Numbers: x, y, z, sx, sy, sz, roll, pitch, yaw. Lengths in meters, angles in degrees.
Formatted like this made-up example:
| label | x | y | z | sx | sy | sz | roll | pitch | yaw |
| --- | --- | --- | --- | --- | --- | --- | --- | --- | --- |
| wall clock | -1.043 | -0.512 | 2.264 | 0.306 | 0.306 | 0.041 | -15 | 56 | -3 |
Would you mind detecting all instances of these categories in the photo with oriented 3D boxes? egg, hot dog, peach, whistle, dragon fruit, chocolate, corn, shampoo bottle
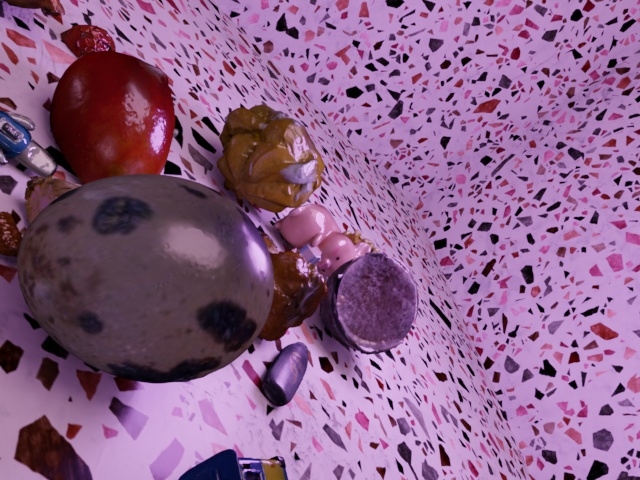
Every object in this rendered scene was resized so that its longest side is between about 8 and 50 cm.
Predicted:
| label | x | y | z | sx | sy | sz | roll | pitch | yaw |
| --- | --- | --- | --- | --- | --- | --- | --- | --- | --- |
| egg | -0.273 | 0.059 | 1.026 | 0.428 | 0.345 | 0.345 | 28 | 33 | -48 |
| hot dog | -0.519 | -0.007 | 1.025 | 0.083 | 0.035 | 0.058 | 59 | 20 | 11 |
| peach | -0.455 | -0.238 | 1.371 | 0.281 | 0.281 | 0.339 | 16 | 77 | -60 |
| whistle | -0.587 | -0.202 | 1.137 | 0.236 | 0.077 | 0.114 | 47 | 50 | -35 |
| dragon fruit | -0.580 | -0.499 | 1.622 | 0.162 | 0.083 | 0.106 | 17 | 44 | -63 |
| chocolate | 0.118 | 0.184 | 1.872 | 0.303 | 0.303 | 0.213 | 49 | -24 | -15 |
| corn | -0.411 | -0.040 | 1.189 | 0.123 | 0.122 | 0.305 | 41 | 11 | 37 |
| shampoo bottle | -0.078 | 0.313 | 1.498 | 0.087 | 0.049 | 0.234 | 55 | 19 | -5 |

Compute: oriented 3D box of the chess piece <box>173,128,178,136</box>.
| label | x | y | z | sx | sy | sz | roll | pitch | yaw |
| --- | --- | --- | --- | --- | --- | --- | --- | --- | --- |
| chess piece | -0.431 | -0.315 | 1.726 | 0.093 | 0.042 | 0.042 | 35 | 27 | -55 |

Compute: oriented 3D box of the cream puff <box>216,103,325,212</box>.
| label | x | y | z | sx | sy | sz | roll | pitch | yaw |
| --- | --- | --- | --- | --- | --- | --- | --- | --- | --- |
| cream puff | -0.172 | -0.232 | 1.889 | 0.378 | 0.275 | 0.378 | 40 | -11 | 9 |

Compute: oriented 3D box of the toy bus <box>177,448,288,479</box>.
| label | x | y | z | sx | sy | sz | roll | pitch | yaw |
| --- | --- | --- | --- | --- | --- | --- | --- | --- | --- |
| toy bus | -0.113 | 0.498 | 0.991 | 0.175 | 0.138 | 0.288 | 32 | 30 | -49 |

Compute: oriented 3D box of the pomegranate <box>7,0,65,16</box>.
| label | x | y | z | sx | sy | sz | roll | pitch | yaw |
| --- | --- | --- | --- | --- | --- | --- | --- | --- | --- |
| pomegranate | -0.666 | -0.643 | 1.420 | 0.229 | 0.251 | 0.271 | -53 | 127 | -61 |

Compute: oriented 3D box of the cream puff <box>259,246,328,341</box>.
| label | x | y | z | sx | sy | sz | roll | pitch | yaw |
| --- | --- | --- | --- | --- | --- | --- | --- | --- | --- |
| cream puff | -0.086 | 0.126 | 1.494 | 0.154 | 0.269 | 0.241 | 35 | 49 | 28 |

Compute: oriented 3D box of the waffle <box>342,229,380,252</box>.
| label | x | y | z | sx | sy | sz | roll | pitch | yaw |
| --- | --- | --- | --- | --- | --- | --- | --- | --- | --- |
| waffle | 0.139 | 0.072 | 2.135 | 0.261 | 0.250 | 0.056 | 53 | 55 | -13 |

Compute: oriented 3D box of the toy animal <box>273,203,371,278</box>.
| label | x | y | z | sx | sy | sz | roll | pitch | yaw |
| --- | --- | --- | --- | --- | --- | --- | --- | --- | --- |
| toy animal | 0.002 | 0.004 | 1.979 | 0.256 | 0.195 | 0.213 | 58 | 29 | 1 |

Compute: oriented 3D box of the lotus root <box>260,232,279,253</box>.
| label | x | y | z | sx | sy | sz | roll | pitch | yaw |
| --- | --- | --- | --- | --- | --- | --- | --- | --- | --- |
| lotus root | -0.125 | 0.096 | 1.670 | 0.258 | 0.097 | 0.110 | 58 | -11 | 2 |
